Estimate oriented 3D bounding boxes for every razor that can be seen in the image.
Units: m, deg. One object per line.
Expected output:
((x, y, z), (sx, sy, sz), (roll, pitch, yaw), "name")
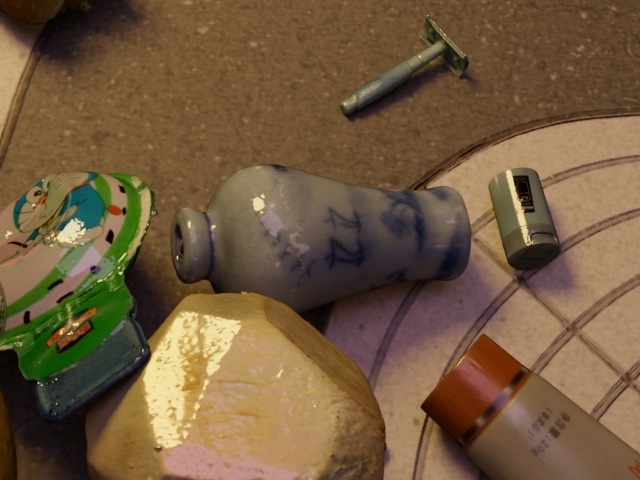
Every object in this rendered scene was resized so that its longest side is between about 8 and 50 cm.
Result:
((0.076, -0.164, 1.337), (0.135, 0.040, 0.068), (-34, 70, -18), "razor")

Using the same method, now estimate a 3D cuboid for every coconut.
((-0.065, 0.156, 1.030), (0.236, 0.197, 0.237), (2, 64, -4), "coconut")

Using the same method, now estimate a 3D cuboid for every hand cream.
((0.223, 0.216, 1.126), (0.314, 0.089, 0.140), (39, 65, 5), "hand cream")

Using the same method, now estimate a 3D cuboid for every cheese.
((-0.211, 0.033, 1.094), (0.204, 0.083, 0.320), (-35, 33, 0), "cheese")

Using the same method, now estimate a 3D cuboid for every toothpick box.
((0.191, -0.021, 1.262), (0.052, 0.052, 0.083), (-6, 61, -11), "toothpick box")

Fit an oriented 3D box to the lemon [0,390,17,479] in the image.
((-0.342, 0.156, 0.990), (0.235, 0.236, 0.263), (0, 71, -8), "lemon")

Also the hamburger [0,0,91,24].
((-0.280, -0.300, 1.292), (0.131, 0.159, 0.185), (-36, 91, -20), "hamburger")

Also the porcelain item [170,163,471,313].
((0.000, 0.000, 1.181), (0.259, 0.141, 0.141), (-2, 61, -19), "porcelain item")
